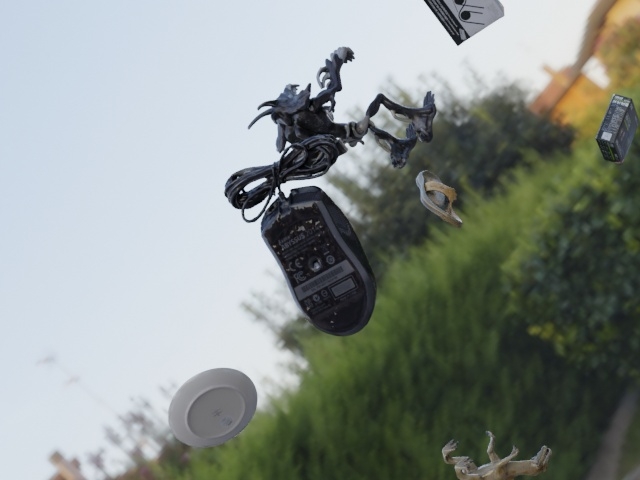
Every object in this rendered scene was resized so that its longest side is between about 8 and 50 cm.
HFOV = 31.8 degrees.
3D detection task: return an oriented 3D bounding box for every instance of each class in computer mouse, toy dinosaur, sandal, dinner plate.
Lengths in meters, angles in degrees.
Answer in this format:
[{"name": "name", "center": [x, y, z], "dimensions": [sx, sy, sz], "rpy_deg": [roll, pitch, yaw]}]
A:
[{"name": "computer mouse", "center": [0.000, 0.000, 1.566], "dimensions": [0.189, 0.272, 0.072], "rpy_deg": [-24, 1, 24]}, {"name": "toy dinosaur", "center": [0.182, 0.281, 1.323], "dimensions": [0.183, 0.092, 0.053], "rpy_deg": [-26, 28, 16]}, {"name": "sandal", "center": [0.219, -0.086, 2.045], "dimensions": [0.049, 0.072, 0.180], "rpy_deg": [-54, 24, 23]}, {"name": "dinner plate", "center": [-0.158, 0.253, 1.678], "dimensions": [0.141, 0.017, 0.141], "rpy_deg": [-12, -58, -20]}]

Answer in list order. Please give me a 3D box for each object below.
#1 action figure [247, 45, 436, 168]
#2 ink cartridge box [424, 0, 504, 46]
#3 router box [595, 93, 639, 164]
[{"name": "action figure", "center": [0.026, -0.196, 1.715], "dimensions": [0.164, 0.276, 0.140], "rpy_deg": [119, 153, -46]}, {"name": "ink cartridge box", "center": [0.209, -0.433, 1.867], "dimensions": [0.097, 0.207, 0.046], "rpy_deg": [-31, 23, 24]}, {"name": "router box", "center": [0.551, -0.204, 2.083], "dimensions": [0.092, 0.038, 0.122], "rpy_deg": [-67, -26, -7]}]
